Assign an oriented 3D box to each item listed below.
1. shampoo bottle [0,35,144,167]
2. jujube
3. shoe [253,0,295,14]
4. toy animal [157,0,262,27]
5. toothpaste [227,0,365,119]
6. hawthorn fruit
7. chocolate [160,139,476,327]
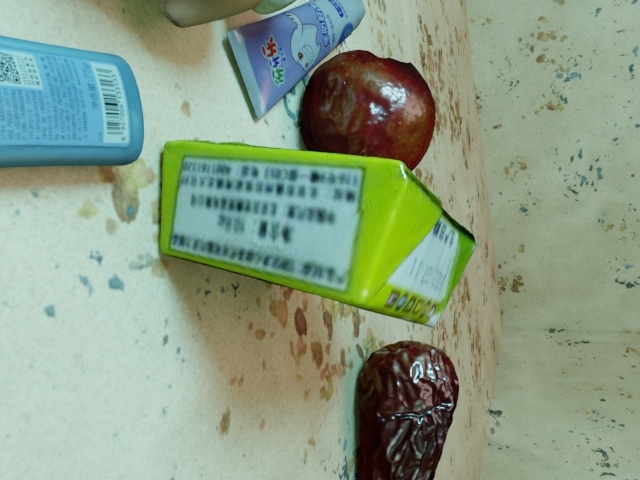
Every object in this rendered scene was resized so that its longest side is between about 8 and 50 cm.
[{"bbox_3d":[-0.247,-0.103,0.356,0.258,0.061,0.104,-20,106,-62],"label":"shampoo bottle"},{"bbox_3d":[0.169,0.378,0.990,0.216,0.216,0.342,17,78,-61],"label":"jujube"},{"bbox_3d":[-0.110,-0.464,0.595,0.210,0.132,0.342,3,80,-60],"label":"shoe"},{"bbox_3d":[-0.101,-0.350,0.416,0.237,0.269,0.326,48,2,12],"label":"toy animal"},{"bbox_3d":[-0.031,-0.332,0.808,0.371,0.079,0.125,-52,136,-42],"label":"toothpaste"},{"bbox_3d":[0.074,-0.171,0.827,0.210,0.230,0.266,1,101,-54],"label":"hawthorn fruit"},{"bbox_3d":[0.000,0.000,0.583,0.288,0.300,0.137,26,76,-59],"label":"chocolate"}]
